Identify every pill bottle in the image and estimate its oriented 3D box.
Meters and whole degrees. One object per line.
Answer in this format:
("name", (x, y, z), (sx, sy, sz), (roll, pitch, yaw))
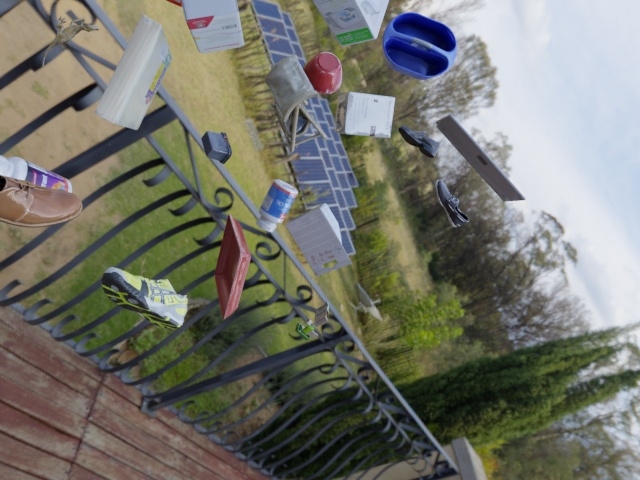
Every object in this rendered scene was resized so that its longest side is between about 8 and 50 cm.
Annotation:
("pill bottle", (-0.761, -0.148, 1.137), (0.193, 0.108, 0.108), (35, 36, -61))
("pill bottle", (-0.203, -0.154, 1.998), (0.124, 0.221, 0.124), (27, 15, -8))

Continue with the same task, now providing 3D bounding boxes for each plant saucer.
("plant saucer", (-0.289, 0.082, 1.451), (0.047, 0.258, 0.259), (7, 27, -25))

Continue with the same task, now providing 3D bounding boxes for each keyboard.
("keyboard", (0.356, -0.178, 0.982), (0.256, 0.014, 0.072), (44, -11, -10))

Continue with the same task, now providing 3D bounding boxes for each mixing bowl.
("mixing bowl", (0.021, -0.732, 1.881), (0.098, 0.181, 0.181), (135, -63, -67))

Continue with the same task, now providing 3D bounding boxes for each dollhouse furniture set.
("dollhouse furniture set", (-0.012, 0.276, 1.467), (0.058, 0.151, 0.076), (42, 28, -22))

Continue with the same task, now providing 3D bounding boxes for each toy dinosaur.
("toy dinosaur", (-0.671, -0.537, 1.154), (0.053, 0.183, 0.093), (54, 12, -51))

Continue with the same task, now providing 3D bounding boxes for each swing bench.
("swing bench", (-0.107, -0.547, 1.767), (0.255, 0.165, 0.253), (72, -5, -57))

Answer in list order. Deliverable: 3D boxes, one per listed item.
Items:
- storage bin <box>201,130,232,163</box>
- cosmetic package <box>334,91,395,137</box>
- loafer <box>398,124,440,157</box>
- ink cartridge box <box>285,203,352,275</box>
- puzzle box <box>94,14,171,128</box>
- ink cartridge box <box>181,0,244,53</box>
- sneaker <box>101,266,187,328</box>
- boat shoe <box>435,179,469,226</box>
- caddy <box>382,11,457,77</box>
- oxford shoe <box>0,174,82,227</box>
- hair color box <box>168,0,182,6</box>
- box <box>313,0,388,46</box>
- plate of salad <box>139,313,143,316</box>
("storage bin", (-0.450, -0.412, 1.905), (0.091, 0.098, 0.135), (5, 55, -48))
("cosmetic package", (0.164, -0.473, 1.673), (0.151, 0.183, 0.151), (-130, -136, -70))
("loafer", (0.364, -0.377, 1.628), (0.170, 0.061, 0.062), (35, -5, -10))
("ink cartridge box", (0.000, 0.000, 1.632), (0.232, 0.189, 0.066), (57, 39, -13))
("puzzle box", (-0.518, -0.454, 1.261), (0.052, 0.272, 0.409), (26, 3, -18))
("ink cartridge box", (-0.270, -0.557, 1.124), (0.175, 0.127, 0.072), (178, -101, -84))
("sneaker", (-0.656, 0.198, 1.664), (0.385, 0.145, 0.147), (54, 40, -46))
("boat shoe", (0.492, -0.143, 1.645), (0.206, 0.065, 0.075), (58, 45, -23))
("caddy", (0.443, -0.875, 1.997), (0.179, 0.341, 0.241), (-92, -159, -79))
("oxford shoe", (-0.497, -0.071, 0.727), (0.212, 0.076, 0.076), (1, 61, -51))
("hair color box", (-0.389, -0.768, 1.252), (0.093, 0.053, 0.167), (167, -61, -72))
("box", (0.084, -0.722, 1.206), (0.231, 0.126, 0.262), (41, 61, -49))
("plate of salad", (-0.749, 0.287, 1.919), (0.200, 0.200, 0.048), (59, 40, -29))
